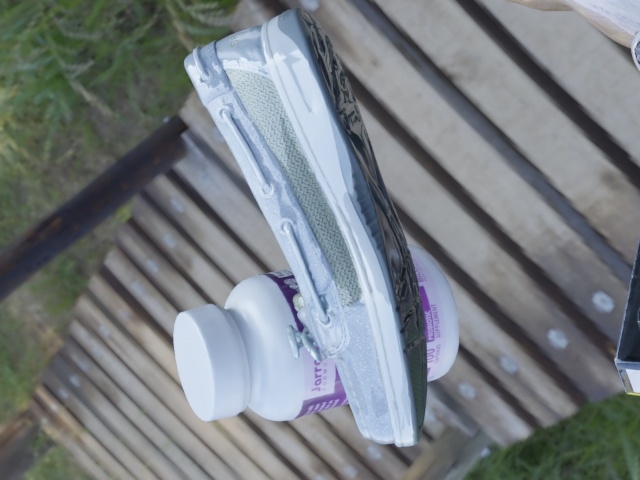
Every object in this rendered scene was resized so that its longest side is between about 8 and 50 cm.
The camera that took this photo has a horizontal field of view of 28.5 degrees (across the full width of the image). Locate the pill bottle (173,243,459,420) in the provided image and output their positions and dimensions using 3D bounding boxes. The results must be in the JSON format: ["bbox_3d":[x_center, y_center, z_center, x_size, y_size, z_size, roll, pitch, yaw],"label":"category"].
[{"bbox_3d":[-0.007,0.111,1.446,0.169,0.301,0.169,41,137,53],"label":"pill bottle"}]

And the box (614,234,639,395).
[{"bbox_3d":[0.437,0.000,1.185,0.257,0.322,0.079,3,152,28],"label":"box"}]

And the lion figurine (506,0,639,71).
[{"bbox_3d":[0.271,-0.217,1.142,0.392,0.240,0.142,41,106,20],"label":"lion figurine"}]

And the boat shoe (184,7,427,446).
[{"bbox_3d":[-0.001,-0.001,0.906,0.103,0.118,0.320,-17,98,15],"label":"boat shoe"}]
